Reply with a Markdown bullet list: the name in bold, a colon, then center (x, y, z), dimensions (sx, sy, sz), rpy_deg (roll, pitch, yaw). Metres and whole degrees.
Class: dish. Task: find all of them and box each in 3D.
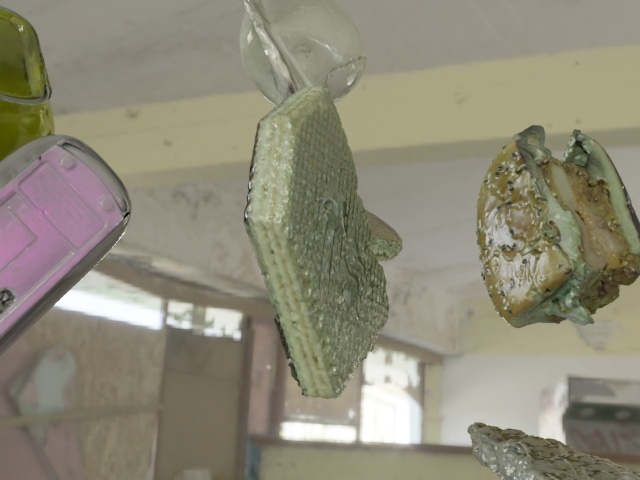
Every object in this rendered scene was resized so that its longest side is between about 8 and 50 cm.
- **dish**: center (-0.391, -0.187, 1.100), dimensions (0.108, 0.262, 0.221), rpy_deg (-35, -22, 34)

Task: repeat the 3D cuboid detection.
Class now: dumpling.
- **dumpling**: center (-0.040, -0.328, 1.469), dimensions (0.181, 0.260, 0.341), rpy_deg (-20, 11, 44)

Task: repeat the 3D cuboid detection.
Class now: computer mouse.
- **computer mouse**: center (-0.346, 0.020, 1.024), dimensions (0.158, 0.310, 0.072), rpy_deg (49, -21, -17)

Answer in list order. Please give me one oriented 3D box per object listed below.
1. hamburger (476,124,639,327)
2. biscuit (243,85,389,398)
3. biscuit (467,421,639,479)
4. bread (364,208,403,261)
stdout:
- **hamburger**: center (0.306, -0.003, 1.262), dimensions (0.168, 0.288, 0.192), rpy_deg (12, -43, -27)
- **biscuit**: center (0.000, 0.000, 0.852), dimensions (0.052, 0.252, 0.150), rpy_deg (-3, 26, 30)
- **biscuit**: center (0.200, 0.181, 0.696), dimensions (0.141, 0.038, 0.290), rpy_deg (11, -3, -3)
- **bread**: center (0.014, -0.040, 1.541), dimensions (0.207, 0.056, 0.286), rpy_deg (40, 14, 29)
